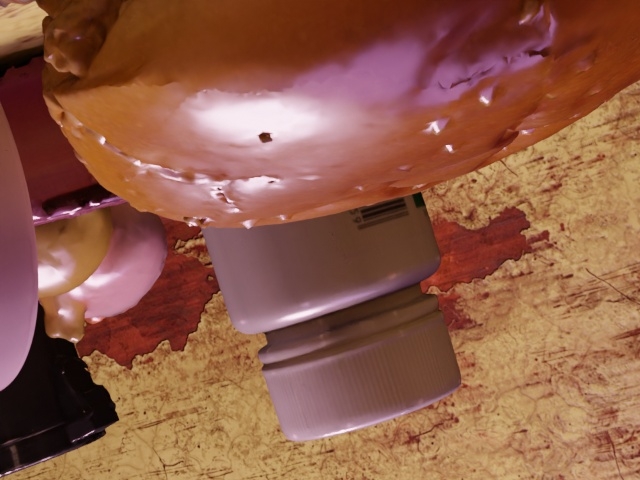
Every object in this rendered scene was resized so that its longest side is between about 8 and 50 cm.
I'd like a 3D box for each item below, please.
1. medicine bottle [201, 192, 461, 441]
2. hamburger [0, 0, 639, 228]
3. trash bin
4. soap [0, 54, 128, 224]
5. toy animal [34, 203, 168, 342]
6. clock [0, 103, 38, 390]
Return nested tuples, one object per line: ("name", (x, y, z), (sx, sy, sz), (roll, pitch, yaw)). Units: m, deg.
("medicine bottle", (0.000, 0.000, 1.231), (0.208, 0.340, 0.208), (-18, 180, 0))
("hamburger", (0.023, -0.108, 0.571), (0.314, 0.170, 0.290), (-17, 173, -11))
("trash bin", (-0.374, 0.103, 1.422), (0.252, 0.301, 0.203), (-21, 177, 25))
("soap", (-0.169, -0.067, 0.917), (0.289, 0.112, 0.182), (-18, 179, -18))
("toy animal", (-0.252, -0.006, 1.248), (0.169, 0.195, 0.281), (-9, 167, 18))
("clock", (-0.208, -0.014, 0.604), (0.068, 0.197, 0.197), (-17, 179, -38))
